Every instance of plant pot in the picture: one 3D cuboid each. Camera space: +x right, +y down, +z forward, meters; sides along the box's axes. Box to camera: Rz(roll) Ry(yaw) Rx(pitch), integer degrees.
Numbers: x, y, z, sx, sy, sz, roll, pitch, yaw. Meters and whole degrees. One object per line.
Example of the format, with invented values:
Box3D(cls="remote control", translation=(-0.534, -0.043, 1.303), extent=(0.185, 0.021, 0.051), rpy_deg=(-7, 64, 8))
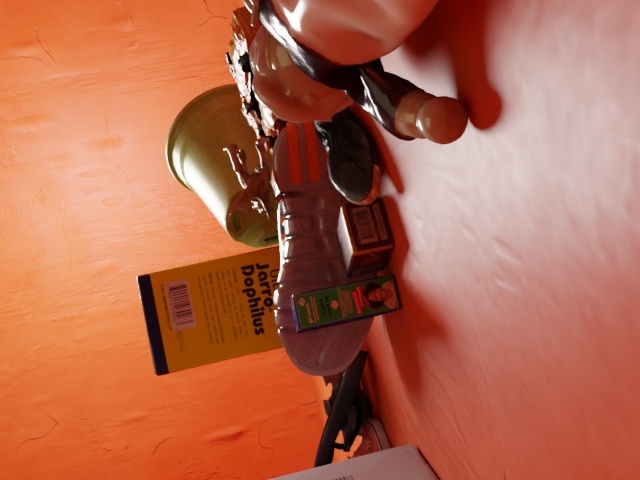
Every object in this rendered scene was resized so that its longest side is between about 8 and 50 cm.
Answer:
Box3D(cls="plant pot", translation=(-0.144, -0.130, 1.357), extent=(0.276, 0.276, 0.254), rpy_deg=(84, 161, -46))

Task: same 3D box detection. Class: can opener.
Box3D(cls="can opener", translation=(0.038, 0.186, 1.138), extent=(0.095, 0.076, 0.283), rpy_deg=(-6, 97, 52))

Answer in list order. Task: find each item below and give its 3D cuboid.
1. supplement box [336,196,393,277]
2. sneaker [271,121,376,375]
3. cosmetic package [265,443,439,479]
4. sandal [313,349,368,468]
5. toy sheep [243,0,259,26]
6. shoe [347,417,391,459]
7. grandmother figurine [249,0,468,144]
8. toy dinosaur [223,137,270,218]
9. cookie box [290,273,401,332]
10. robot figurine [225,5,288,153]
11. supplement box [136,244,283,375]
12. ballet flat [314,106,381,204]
Box3D(cls="supplement box", translation=(0.044, -0.001, 0.698), extent=(0.083, 0.043, 0.054), rpy_deg=(97, 160, -70))
Box3D(cls="sneaker", translation=(0.000, 0.000, 0.871), extent=(0.180, 0.125, 0.321), rpy_deg=(-112, 21, -80))
Box3D(cls="cosmetic package", translation=(0.029, 0.367, 0.714), extent=(0.138, 0.224, 0.224), rpy_deg=(-157, 55, -82))
Box3D(cls="sandal", translation=(0.039, 0.277, 1.043), extent=(0.097, 0.055, 0.254), rpy_deg=(-67, -6, -52))
Box3D(cls="toy sheep", translation=(-0.060, -0.318, 0.856), extent=(0.132, 0.091, 0.091), rpy_deg=(-102, 2, -62))
Box3D(cls="shoe", translation=(0.064, 0.322, 0.995), extent=(0.178, 0.081, 0.063), rpy_deg=(-121, 20, -73))
Box3D(cls="grandmother figurine", translation=(0.011, -0.138, 0.392), extent=(0.207, 0.104, 0.342), rpy_deg=(58, 173, -4))
Box3D(cls="toy dinosaur", translation=(-0.074, -0.069, 0.782), extent=(0.183, 0.053, 0.092), rpy_deg=(-13, -92, -87))
Box3D(cls="cookie box", translation=(0.024, 0.069, 0.724), extent=(0.092, 0.107, 0.040), rpy_deg=(115, 142, -80))
Box3D(cls="robot figurine", translation=(-0.071, -0.226, 1.035), extent=(0.211, 0.085, 0.291), rpy_deg=(61, 171, 9))
Box3D(cls="supplement box", translation=(-0.155, 0.133, 1.350), extent=(0.194, 0.357, 0.195), rpy_deg=(115, 142, -81))
Box3D(cls="ballet flat", translation=(0.033, -0.092, 0.679), extent=(0.049, 0.057, 0.173), rpy_deg=(32, -155, -34))
